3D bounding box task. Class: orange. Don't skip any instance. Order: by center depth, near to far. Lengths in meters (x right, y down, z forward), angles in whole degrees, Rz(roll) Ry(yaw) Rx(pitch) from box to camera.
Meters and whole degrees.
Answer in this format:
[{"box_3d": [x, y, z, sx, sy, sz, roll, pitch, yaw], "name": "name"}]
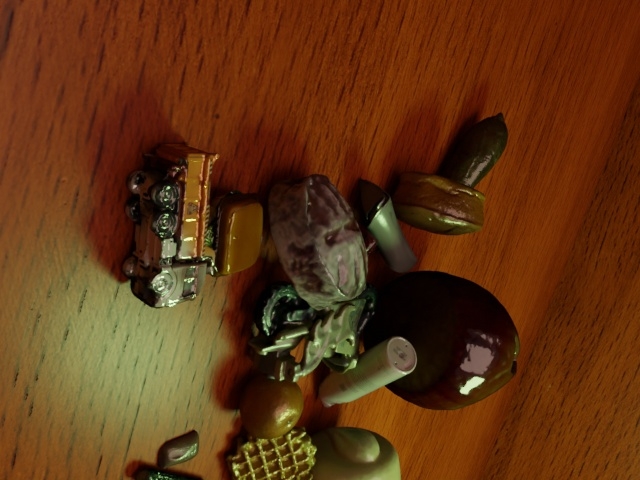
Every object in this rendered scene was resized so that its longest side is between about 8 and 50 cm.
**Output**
[{"box_3d": [-0.118, 0.382, 1.416, 0.159, 0.136, 0.159, -35, 146, -28], "name": "orange"}]

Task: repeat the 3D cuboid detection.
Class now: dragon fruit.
[{"box_3d": [0.079, 0.006, 1.510, 0.102, 0.096, 0.147, -43, 170, -14], "name": "dragon fruit"}]

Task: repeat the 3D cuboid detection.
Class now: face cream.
[{"box_3d": [0.107, 0.350, 1.579, 0.102, 0.102, 0.345, -27, 171, -42], "name": "face cream"}]

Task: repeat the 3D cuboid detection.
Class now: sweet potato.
[{"box_3d": [0.418, -0.209, 1.791, 0.423, 0.130, 0.130, -47, 141, -10], "name": "sweet potato"}]

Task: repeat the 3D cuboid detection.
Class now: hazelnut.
[{"box_3d": [0.320, 0.286, 1.673, 0.402, 0.429, 0.402, -1, 91, -44], "name": "hazelnut"}]

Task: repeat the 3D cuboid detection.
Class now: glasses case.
[{"box_3d": [0.161, -0.032, 1.567, 0.083, 0.128, 0.308, -34, 140, -1], "name": "glasses case"}]

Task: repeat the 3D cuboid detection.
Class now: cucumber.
[{"box_3d": [-0.311, 0.537, 1.336, 0.043, 0.044, 0.257, -22, 147, 15], "name": "cucumber"}]

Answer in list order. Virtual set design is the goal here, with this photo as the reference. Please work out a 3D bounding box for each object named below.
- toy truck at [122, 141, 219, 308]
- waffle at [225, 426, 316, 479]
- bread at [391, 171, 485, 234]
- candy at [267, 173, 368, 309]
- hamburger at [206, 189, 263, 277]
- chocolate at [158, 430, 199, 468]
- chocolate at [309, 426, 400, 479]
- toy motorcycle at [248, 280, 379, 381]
[{"box_3d": [-0.254, -0.026, 1.039, 0.135, 0.114, 0.271, -8, 114, -45], "name": "toy truck"}, {"box_3d": [-0.119, 0.539, 1.513, 0.229, 0.057, 0.219, -20, 119, -17], "name": "waffle"}, {"box_3d": [0.312, -0.091, 1.628, 0.269, 0.195, 0.143, 16, 87, -22], "name": "bread"}, {"box_3d": [0.000, 0.000, 1.274, 0.290, 0.157, 0.214, 68, 27, -11], "name": "candy"}, {"box_3d": [-0.178, -0.016, 1.152, 0.137, 0.087, 0.166, -15, 120, -55], "name": "hamburger"}, {"box_3d": [-0.302, 0.457, 1.317, 0.100, 0.031, 0.065, -3, 107, -50], "name": "chocolate"}, {"box_3d": [0.062, 0.662, 1.698, 0.314, 0.326, 0.297, -24, 106, -71], "name": "chocolate"}, {"box_3d": [-0.010, 0.208, 1.441, 0.410, 0.168, 0.237, 7, 98, -48], "name": "toy motorcycle"}]
